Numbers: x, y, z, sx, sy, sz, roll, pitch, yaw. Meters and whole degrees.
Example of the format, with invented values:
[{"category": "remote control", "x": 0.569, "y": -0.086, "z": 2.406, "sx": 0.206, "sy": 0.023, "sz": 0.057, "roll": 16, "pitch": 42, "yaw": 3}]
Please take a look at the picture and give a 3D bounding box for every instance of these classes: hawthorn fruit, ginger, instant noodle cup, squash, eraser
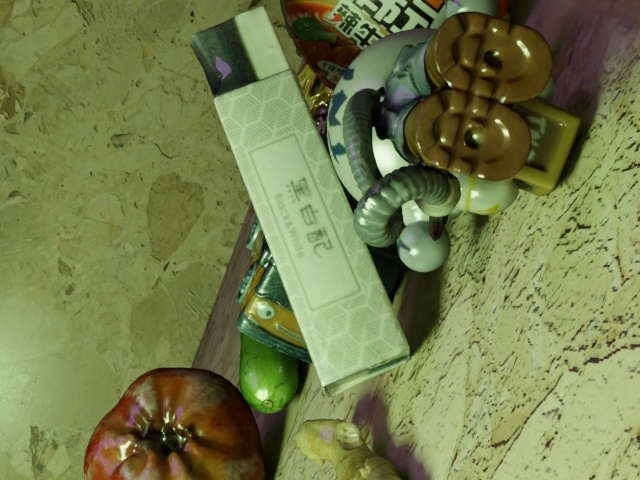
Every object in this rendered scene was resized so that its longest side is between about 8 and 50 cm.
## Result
[{"category": "hawthorn fruit", "x": -0.199, "y": 0.324, "z": 1.255, "sx": 0.284, "sy": 0.284, "sz": 0.284, "roll": -159, "pitch": 90, "yaw": -79}, {"category": "ginger", "x": 0.030, "y": 0.228, "z": 0.831, "sx": 0.288, "sy": 0.075, "sz": 0.089, "roll": -162, "pitch": 87, "yaw": -75}, {"category": "instant noodle cup", "x": 0.103, "y": -0.299, "z": 1.018, "sx": 0.250, "sy": 0.250, "sz": 0.192, "roll": -59, "pitch": 6, "yaw": 41}, {"category": "squash", "x": -0.080, "y": 0.153, "z": 1.384, "sx": 0.379, "sy": 0.101, "sz": 0.101, "roll": -97, "pitch": 30, "yaw": -70}, {"category": "eraser", "x": -0.025, "y": -0.045, "z": 0.910, "sx": 0.098, "sy": 0.096, "sz": 0.404, "roll": 74, "pitch": 175, "yaw": -73}]

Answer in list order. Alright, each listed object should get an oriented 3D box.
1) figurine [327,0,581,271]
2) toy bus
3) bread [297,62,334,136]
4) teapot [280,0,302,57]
[{"category": "figurine", "x": 0.108, "y": -0.107, "z": 0.765, "sx": 0.261, "sy": 0.186, "sz": 0.382, "roll": -63, "pitch": 7, "yaw": 0}, {"category": "toy bus", "x": 0.000, "y": 0.000, "z": 1.129, "sx": 0.194, "sy": 0.161, "sz": 0.323, "roll": -61, "pitch": 12, "yaw": 24}, {"category": "bread", "x": 0.003, "y": -0.185, "z": 1.412, "sx": 0.324, "sy": 0.167, "sz": 0.278, "roll": -118, "pitch": 50, "yaw": -74}, {"category": "teapot", "x": 0.011, "y": -0.392, "z": 1.267, "sx": 0.239, "sy": 0.239, "sz": 0.321, "roll": 3, "pitch": 36, "yaw": 46}]
